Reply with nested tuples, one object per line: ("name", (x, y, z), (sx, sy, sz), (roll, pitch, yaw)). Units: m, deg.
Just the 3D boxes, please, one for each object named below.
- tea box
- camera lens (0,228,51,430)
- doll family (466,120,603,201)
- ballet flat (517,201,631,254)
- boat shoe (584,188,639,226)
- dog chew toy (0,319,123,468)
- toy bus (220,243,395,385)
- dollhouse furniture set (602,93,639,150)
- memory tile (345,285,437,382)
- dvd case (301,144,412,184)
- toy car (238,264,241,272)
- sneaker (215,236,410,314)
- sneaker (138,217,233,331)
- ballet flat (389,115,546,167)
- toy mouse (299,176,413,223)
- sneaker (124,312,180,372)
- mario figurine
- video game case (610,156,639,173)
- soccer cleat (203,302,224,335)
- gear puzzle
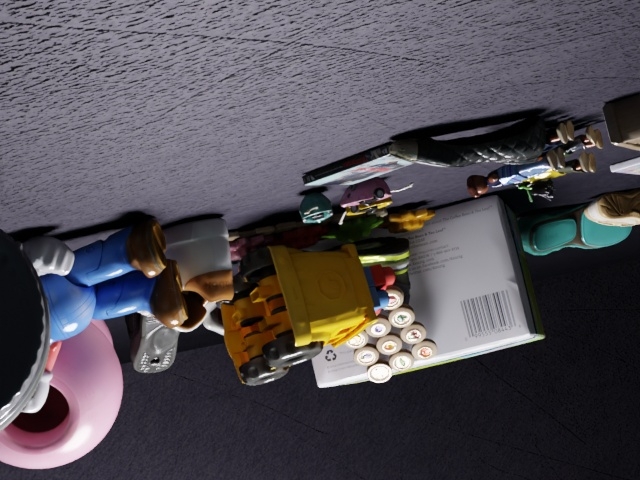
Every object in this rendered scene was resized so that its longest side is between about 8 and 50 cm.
("tea box", (0.159, 0.085, 2.120), (0.329, 0.219, 0.323), (-15, 173, 13))
("camera lens", (-0.359, 0.089, 1.222), (0.219, 0.219, 0.274), (-10, 173, -18))
("doll family", (0.237, -0.087, 1.526), (0.111, 0.076, 0.193), (-12, 170, 33))
("ballet flat", (0.430, -0.026, 2.377), (0.247, 0.083, 0.087), (-8, -164, -33))
("boat shoe", (0.523, -0.055, 2.336), (0.170, 0.063, 0.059), (3, 168, -33))
("dog chew toy", (-0.361, 0.159, 1.783), (0.207, 0.206, 0.332), (-12, -162, -3))
("toy bus", (-0.011, 0.089, 1.817), (0.212, 0.149, 0.220), (-10, 163, -28))
("dollhouse furniture set", (0.443, 0.006, 1.450), (0.174, 0.355, 0.303), (-16, 173, 28))
("memory tile", (0.089, 0.134, 1.915), (0.113, 0.148, 0.012), (-25, -146, 14))
("dvd case", (0.052, -0.080, 1.459), (0.119, 0.013, 0.087), (-19, 171, 37))
("toy car", (-0.071, 0.073, 2.101), (0.060, 0.122, 0.040), (-37, -179, 22))
("sneaker", (-0.010, 0.078, 1.942), (0.300, 0.121, 0.111), (-8, -169, 19))
("sneaker", (-0.216, 0.063, 1.682), (0.106, 0.123, 0.290), (-9, 173, -43))
("ballet flat", (0.151, -0.102, 1.402), (0.173, 0.049, 0.057), (-5, -162, -20))
("toy mouse", (0.026, -0.049, 1.587), (0.143, 0.031, 0.161), (-6, 170, -46))
("sneaker", (-0.238, 0.080, 1.991), (0.087, 0.130, 0.227), (-4, 142, -24))
("mario figurine", (-0.313, 0.096, 1.517), (0.321, 0.198, 0.170), (-17, -174, 5))
("video game case", (0.480, -0.113, 1.972), (0.087, 0.011, 0.122), (-17, 172, 30))
("soccer cleat", (-0.050, 0.108, 2.350), (0.331, 0.116, 0.143), (-14, 174, 17))
("gear puzzle", (0.000, 0.000, 1.873), (0.339, 0.044, 0.175), (-10, 172, -21))
